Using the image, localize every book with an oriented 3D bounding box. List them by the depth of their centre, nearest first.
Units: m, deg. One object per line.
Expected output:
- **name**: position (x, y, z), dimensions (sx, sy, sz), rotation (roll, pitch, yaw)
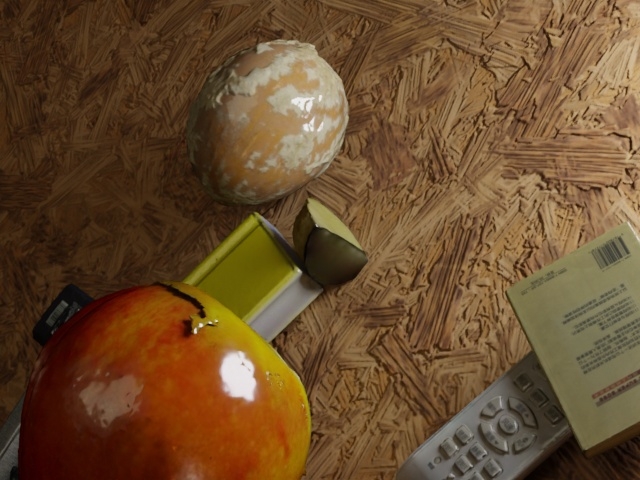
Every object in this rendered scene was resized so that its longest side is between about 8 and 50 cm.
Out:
- **book**: position (0.304, 0.101, 1.640), dimensions (0.161, 0.026, 0.230), rotation (-29, 47, 9)

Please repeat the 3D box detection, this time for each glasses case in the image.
- **glasses case**: position (-0.421, 0.302, 2.147), dimensions (0.047, 0.071, 0.205), rotation (22, 74, 44)

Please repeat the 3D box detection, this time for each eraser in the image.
- **eraser**: position (-0.115, 0.083, 2.048), dimensions (0.226, 0.069, 0.158), rotation (-44, 39, 5)

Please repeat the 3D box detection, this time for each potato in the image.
- **potato**: position (0.000, 0.000, 2.007), dimensions (0.066, 0.096, 0.103), rotation (-47, 27, 13)

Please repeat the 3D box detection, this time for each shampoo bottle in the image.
- **shampoo bottle**: position (-0.284, 0.159, 2.136), dimensions (0.098, 0.071, 0.309), rotation (-53, 40, -7)

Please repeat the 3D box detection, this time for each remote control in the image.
- **remote control**: position (0.222, 0.196, 1.677), dimensions (0.313, 0.055, 0.109), rotation (-41, 46, 2)

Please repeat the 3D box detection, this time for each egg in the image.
- **egg**: position (-0.072, -0.155, 2.099), dimensions (0.245, 0.203, 0.203), rotation (-52, 40, -5)

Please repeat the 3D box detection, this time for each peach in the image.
- **peach**: position (-0.190, 0.236, 1.778), dimensions (0.370, 0.370, 0.370), rotation (-23, 46, 27)

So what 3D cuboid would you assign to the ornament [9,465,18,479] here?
- **ornament**: position (-0.376, 0.393, 2.027), dimensions (0.202, 0.080, 0.236), rotation (-23, 46, 32)
